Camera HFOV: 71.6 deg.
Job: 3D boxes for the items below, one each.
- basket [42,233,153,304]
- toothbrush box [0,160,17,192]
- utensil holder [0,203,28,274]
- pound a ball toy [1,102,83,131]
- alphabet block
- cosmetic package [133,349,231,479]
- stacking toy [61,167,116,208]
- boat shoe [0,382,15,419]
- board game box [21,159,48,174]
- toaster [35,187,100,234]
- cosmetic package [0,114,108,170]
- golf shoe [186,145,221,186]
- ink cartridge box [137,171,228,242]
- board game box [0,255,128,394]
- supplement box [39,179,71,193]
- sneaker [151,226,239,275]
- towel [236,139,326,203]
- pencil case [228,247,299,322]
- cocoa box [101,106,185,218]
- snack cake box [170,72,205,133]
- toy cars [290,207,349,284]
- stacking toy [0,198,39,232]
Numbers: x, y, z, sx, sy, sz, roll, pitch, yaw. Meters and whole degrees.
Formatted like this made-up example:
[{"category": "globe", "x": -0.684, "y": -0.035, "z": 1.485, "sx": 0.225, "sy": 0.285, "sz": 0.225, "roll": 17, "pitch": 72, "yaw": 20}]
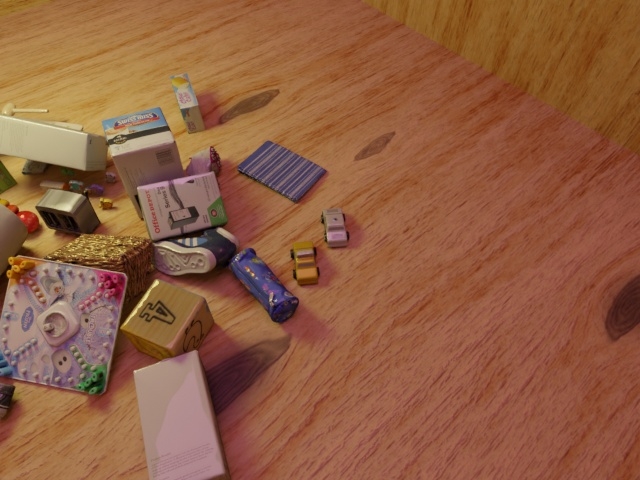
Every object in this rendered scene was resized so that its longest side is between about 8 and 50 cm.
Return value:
[{"category": "basket", "x": -0.764, "y": 0.112, "z": 1.574, "sx": 0.300, "sy": 0.213, "sz": 0.223, "roll": 2, "pitch": 21, "yaw": 6}, {"category": "toothbrush box", "x": -1.430, "y": -0.245, "z": 1.780, "sx": 0.122, "sy": 0.206, "sz": 0.283, "roll": 31, "pitch": 60, "yaw": 19}, {"category": "utensil holder", "x": -1.251, "y": 0.060, "z": 1.502, "sx": 0.328, "sy": 0.327, "sz": 0.385, "roll": 9, "pitch": 52, "yaw": 5}, {"category": "pound a ball toy", "x": -1.212, "y": -0.468, "z": 1.948, "sx": 0.320, "sy": 0.208, "sz": 0.135, "roll": 8, "pitch": 54, "yaw": 3}, {"category": "alphabet block", "x": -0.491, "y": 0.276, "z": 1.451, "sx": 0.194, "sy": 0.192, "sz": 0.197, "roll": 18, "pitch": 56, "yaw": 13}, {"category": "cosmetic package", "x": -0.403, "y": 0.535, "z": 1.288, "sx": 0.197, "sy": 0.155, "sz": 0.365, "roll": -15, "pitch": 56, "yaw": -13}, {"category": "stacking toy", "x": -0.969, "y": -0.221, "z": 1.836, "sx": 0.222, "sy": 0.052, "sz": 0.166, "roll": 8, "pitch": 51, "yaw": -22}, {"category": "boat shoe", "x": -1.099, "y": 0.447, "z": 1.354, "sx": 0.336, "sy": 0.121, "sz": 0.119, "roll": 17, "pitch": 59, "yaw": -2}, {"category": "board game box", "x": -1.258, "y": -0.330, "z": 1.961, "sx": 0.090, "sy": 0.020, "sz": 0.090, "roll": -3, "pitch": 54, "yaw": -3}, {"category": "toaster", "x": -0.973, "y": -0.112, "z": 1.715, "sx": 0.168, "sy": 0.185, "sz": 0.110, "roll": 11, "pitch": 50, "yaw": 5}, {"category": "cosmetic package", "x": -1.097, "y": -0.394, "z": 1.802, "sx": 0.386, "sy": 0.217, "sz": 0.156, "roll": 13, "pitch": 99, "yaw": -4}, {"category": "golf shoe", "x": -0.510, "y": -0.270, "z": 1.907, "sx": 0.140, "sy": 0.115, "sz": 0.305, "roll": -11, "pitch": 52, "yaw": 10}, {"category": "ink cartridge box", "x": -0.528, "y": -0.126, "z": 1.700, "sx": 0.290, "sy": 0.122, "sz": 0.210, "roll": -17, "pitch": 91, "yaw": -21}, {"category": "board game box", "x": -0.843, "y": 0.267, "z": 1.410, "sx": 0.391, "sy": 0.050, "sz": 0.389, "roll": 9, "pitch": 85, "yaw": 5}, {"category": "supplement box", "x": -1.108, "y": -0.217, "z": 1.859, "sx": 0.099, "sy": 0.062, "sz": 0.036, "roll": 9, "pitch": 54, "yaw": 3}, {"category": "sneaker", "x": -0.466, "y": 0.029, "z": 1.692, "sx": 0.323, "sy": 0.130, "sz": 0.236, "roll": 3, "pitch": 24, "yaw": 26}, {"category": "towel", "x": -0.176, "y": -0.314, "z": 1.987, "sx": 0.336, "sy": 0.040, "sz": 0.243, "roll": 30, "pitch": 57, "yaw": 16}, {"category": "pencil case", "x": -0.206, "y": 0.157, "z": 1.584, "sx": 0.119, "sy": 0.133, "sz": 0.306, "roll": -49, "pitch": 63, "yaw": 6}, {"category": "cocoa box", "x": -0.680, "y": -0.305, "z": 1.763, "sx": 0.232, "sy": 0.347, "sz": 0.227, "roll": -20, "pitch": 57, "yaw": -16}, {"category": "snack cake box", "x": -0.642, "y": -0.663, "z": 2.144, "sx": 0.089, "sy": 0.152, "sz": 0.264, "roll": -17, "pitch": 56, "yaw": -13}, {"category": "toy cars", "x": 0.000, "y": 0.000, "z": 1.729, "sx": 0.177, "sy": 0.087, "sz": 0.393, "roll": 29, "pitch": 58, "yaw": 17}, {"category": "stacking toy", "x": -1.255, "y": -0.126, "z": 1.697, "sx": 0.331, "sy": 0.141, "sz": 0.141, "roll": 24, "pitch": 53, "yaw": -17}]
